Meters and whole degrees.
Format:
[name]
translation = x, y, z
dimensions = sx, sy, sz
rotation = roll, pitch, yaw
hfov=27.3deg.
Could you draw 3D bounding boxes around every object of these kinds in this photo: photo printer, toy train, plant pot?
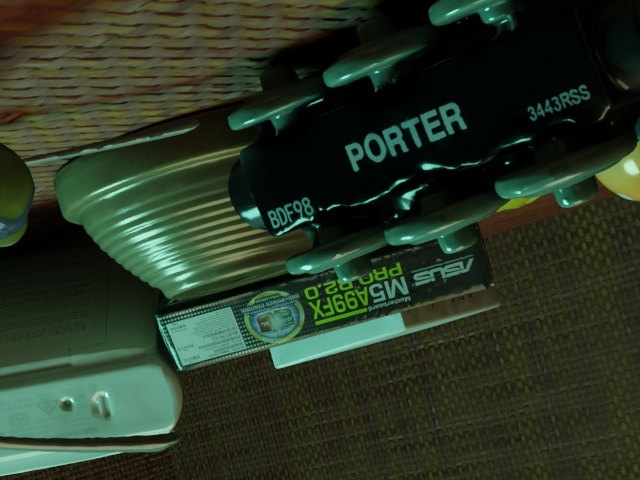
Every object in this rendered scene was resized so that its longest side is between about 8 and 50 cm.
[photo printer]
translation = -0.257, 0.095, 1.203
dimensions = 0.256, 0.107, 0.307
rotation = -10, -159, -5
[toy train]
translation = 0.092, -0.078, 0.776
dimensions = 0.190, 0.142, 0.334
rotation = -23, -178, -43
[plant pot]
translation = -0.071, -0.022, 0.985
dimensions = 0.237, 0.109, 0.237
rotation = -15, 174, -2

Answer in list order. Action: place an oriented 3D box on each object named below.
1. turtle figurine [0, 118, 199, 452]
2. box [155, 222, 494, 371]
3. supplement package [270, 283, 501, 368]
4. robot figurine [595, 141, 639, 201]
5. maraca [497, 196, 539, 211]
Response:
[turtle figurine]
translation = -0.225, 0.038, 0.713
dimensions = 0.266, 0.197, 0.275
rotation = -13, 172, 23
[box]
translation = 0.000, 0.000, 1.135
dimensions = 0.270, 0.060, 0.216
rotation = -16, -154, 5
[supplement package]
translation = 0.064, 0.031, 1.571
dimensions = 0.178, 0.175, 0.293
rotation = -19, 173, 27
[robot figurine]
translation = 0.317, -0.103, 1.138
dimensions = 0.220, 0.128, 0.158
rotation = -13, -148, -23
[maraca]
translation = 0.122, -0.084, 0.990
dimensions = 0.127, 0.099, 0.186
rotation = -19, 148, 18
